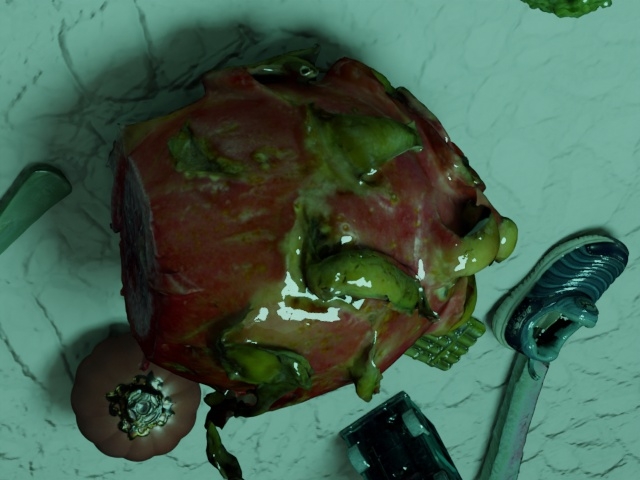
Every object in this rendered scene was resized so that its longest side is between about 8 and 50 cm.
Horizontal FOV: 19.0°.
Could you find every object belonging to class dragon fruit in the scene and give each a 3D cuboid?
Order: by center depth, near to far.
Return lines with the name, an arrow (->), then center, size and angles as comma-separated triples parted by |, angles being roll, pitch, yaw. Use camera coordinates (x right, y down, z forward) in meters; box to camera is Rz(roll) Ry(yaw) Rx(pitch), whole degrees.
dragon fruit -> 0.000, 0.000, 1.407 | 0.291, 0.269, 0.250 | -4, 142, -18

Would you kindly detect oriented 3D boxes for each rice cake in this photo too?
rice cake -> 0.185, 0.171, 1.814 | 0.033, 0.033, 0.207 | 0, 130, -13

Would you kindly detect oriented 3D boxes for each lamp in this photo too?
lamp -> -0.151, 0.128, 1.566 | 0.108, 0.092, 0.107 | -2, 98, -14

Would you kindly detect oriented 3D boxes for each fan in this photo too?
fan -> -0.262, 0.012, 1.460 | 0.193, 0.016, 0.038 | -45, 131, 17

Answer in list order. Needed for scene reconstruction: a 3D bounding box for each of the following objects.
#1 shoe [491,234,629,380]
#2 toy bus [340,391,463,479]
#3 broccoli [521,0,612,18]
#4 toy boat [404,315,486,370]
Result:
shoe -> 0.218, 0.054, 1.691 | 0.143, 0.071, 0.064 | -45, 135, 12
toy bus -> 0.091, 0.228, 1.731 | 0.079, 0.160, 0.092 | -34, 138, 8
broccoli -> 0.197, -0.317, 1.263 | 0.302, 0.186, 0.254 | -39, 96, 13
toy boat -> 0.090, 0.078, 1.691 | 0.115, 0.016, 0.063 | 25, 116, -40
